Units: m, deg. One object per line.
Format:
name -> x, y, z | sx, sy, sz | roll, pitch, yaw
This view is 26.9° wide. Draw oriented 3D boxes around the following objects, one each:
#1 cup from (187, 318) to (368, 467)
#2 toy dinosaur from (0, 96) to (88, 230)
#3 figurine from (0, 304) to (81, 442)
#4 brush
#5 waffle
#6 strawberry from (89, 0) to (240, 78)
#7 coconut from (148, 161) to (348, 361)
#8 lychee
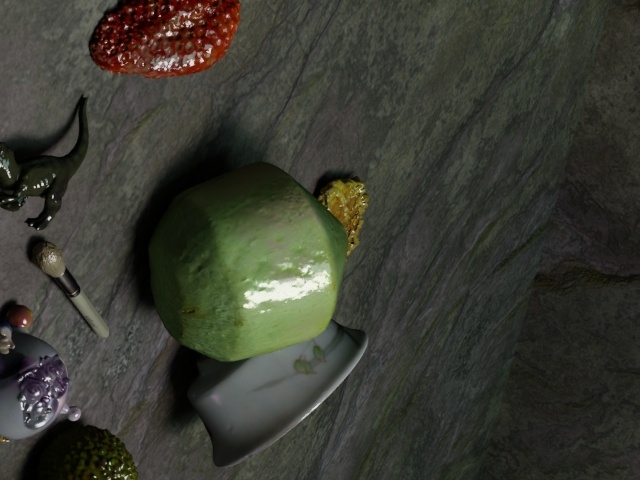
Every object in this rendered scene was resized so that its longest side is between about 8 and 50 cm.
cup -> -0.099, 0.216, 2.314 | 0.347, 0.163, 0.347 | -38, -171, 7
toy dinosaur -> -0.352, -0.111, 1.686 | 0.179, 0.087, 0.187 | -60, 156, 0
figurine -> -0.429, 0.158, 1.780 | 0.194, 0.133, 0.274 | -55, 143, -42
brush -> -0.355, 0.076, 1.940 | 0.039, 0.042, 0.299 | -55, 158, -17
waffle -> -0.002, -0.001, 2.504 | 0.291, 0.051, 0.291 | -42, 149, -33
strawberry -> -0.184, -0.282, 1.807 | 0.236, 0.107, 0.175 | -53, 153, -17
coconut -> -0.099, 0.035, 2.090 | 0.329, 0.281, 0.328 | -6, 105, -26
lychee -> -0.356, 0.365, 2.071 | 0.171, 0.171, 0.171 | -44, 149, -34
